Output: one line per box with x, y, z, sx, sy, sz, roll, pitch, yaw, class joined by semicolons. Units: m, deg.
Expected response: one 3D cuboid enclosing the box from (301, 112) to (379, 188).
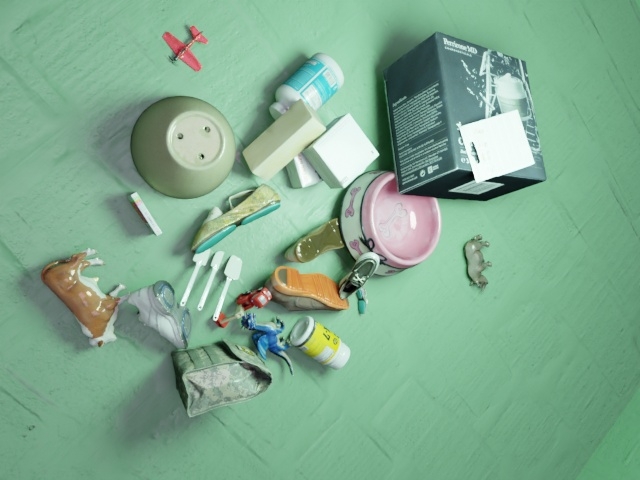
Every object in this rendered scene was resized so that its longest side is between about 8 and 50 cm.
0.064;-0.298;1.686;0.181;0.119;0.182;-45;110;-15;box

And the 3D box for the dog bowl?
0.277;-0.074;1.842;0.408;0.150;0.408;4;83;-31;dog bowl

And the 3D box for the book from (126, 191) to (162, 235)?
-0.546;-0.082;1.552;0.035;0.096;0.144;-34;107;-18;book

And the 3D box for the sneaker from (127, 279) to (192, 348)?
-0.496;0.240;1.575;0.129;0.111;0.297;-9;129;9;sneaker

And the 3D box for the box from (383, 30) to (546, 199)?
0.513;-0.413;1.792;0.480;0.297;0.472;0;77;-33;box

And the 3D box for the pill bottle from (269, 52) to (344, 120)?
-0.053;-0.506;1.705;0.264;0.146;0.146;-46;110;-14;pill bottle

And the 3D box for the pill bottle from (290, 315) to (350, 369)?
0.001;0.377;1.817;0.208;0.119;0.119;39;79;-22;pill bottle

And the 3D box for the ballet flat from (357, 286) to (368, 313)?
0.165;0.225;1.922;0.041;0.041;0.114;-14;101;-22;ballet flat

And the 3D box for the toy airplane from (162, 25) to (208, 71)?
-0.422;-0.621;1.598;0.151;0.028;0.151;-2;94;-22;toy airplane

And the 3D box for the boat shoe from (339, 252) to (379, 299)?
0.137;0.132;1.773;0.077;0.070;0.219;28;127;-10;boat shoe

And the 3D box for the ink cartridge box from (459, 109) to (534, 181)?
0.555;-0.300;1.599;0.232;0.066;0.189;-19;92;-13;ink cartridge box

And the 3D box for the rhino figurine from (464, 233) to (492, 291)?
0.664;0.103;2.111;0.106;0.073;0.243;-17;102;-26;rhino figurine

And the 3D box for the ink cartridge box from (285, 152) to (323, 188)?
-0.009;-0.289;1.771;0.219;0.092;0.160;-22;102;-21;ink cartridge box

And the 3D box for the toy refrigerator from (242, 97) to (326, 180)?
-0.119;-0.326;1.638;0.269;0.102;0.094;-39;148;17;toy refrigerator

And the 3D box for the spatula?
-0.358;0.133;1.642;0.168;0.019;0.242;32;54;-28;spatula

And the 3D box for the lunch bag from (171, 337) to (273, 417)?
-0.316;0.424;1.618;0.287;0.235;0.169;-9;100;-23;lunch bag

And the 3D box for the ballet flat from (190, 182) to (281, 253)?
-0.297;-0.083;1.663;0.348;0.123;0.123;-32;106;-18;ballet flat

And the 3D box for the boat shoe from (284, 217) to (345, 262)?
0.000;0.000;1.800;0.302;0.098;0.109;-29;100;-38;boat shoe

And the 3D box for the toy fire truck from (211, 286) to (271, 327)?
-0.265;0.227;1.679;0.047;0.192;0.135;56;45;-18;toy fire truck

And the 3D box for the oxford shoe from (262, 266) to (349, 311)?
-0.051;0.195;1.798;0.363;0.130;0.133;23;128;-34;oxford shoe

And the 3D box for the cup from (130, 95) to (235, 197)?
-0.400;-0.291;1.523;0.331;0.237;0.331;-2;96;-23;cup

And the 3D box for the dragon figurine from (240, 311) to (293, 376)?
-0.187;0.359;1.748;0.144;0.085;0.289;-20;112;-20;dragon figurine

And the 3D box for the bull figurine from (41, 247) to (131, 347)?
-0.688;0.174;1.510;0.188;0.101;0.310;-42;115;-22;bull figurine
